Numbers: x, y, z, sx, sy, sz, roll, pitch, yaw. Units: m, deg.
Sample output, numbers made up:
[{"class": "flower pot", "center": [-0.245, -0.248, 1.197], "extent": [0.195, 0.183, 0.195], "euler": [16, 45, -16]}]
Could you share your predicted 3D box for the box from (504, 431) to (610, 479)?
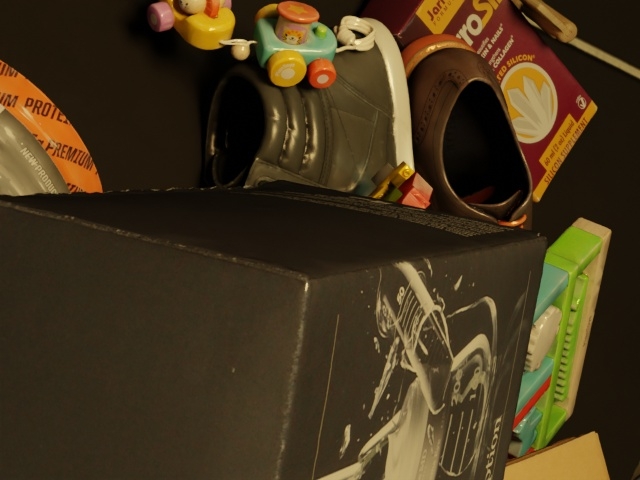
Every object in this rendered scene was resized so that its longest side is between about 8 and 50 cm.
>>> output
[{"class": "box", "center": [0.144, 0.233, 0.923], "extent": [0.164, 0.021, 0.201], "euler": [-10, 84, -46]}]

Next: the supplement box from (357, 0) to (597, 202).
[{"class": "supplement box", "center": [0.117, -0.128, 1.179], "extent": [0.188, 0.081, 0.104], "euler": [46, 66, -26]}]

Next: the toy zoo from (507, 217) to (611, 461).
[{"class": "toy zoo", "center": [0.120, 0.131, 1.083], "extent": [0.293, 0.030, 0.192], "euler": [-41, 145, -43]}]

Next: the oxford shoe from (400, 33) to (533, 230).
[{"class": "oxford shoe", "center": [0.111, -0.010, 1.103], "extent": [0.096, 0.098, 0.271], "euler": [-21, 115, -9]}]

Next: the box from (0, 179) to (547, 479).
[{"class": "box", "center": [-0.042, 0.153, 0.747], "extent": [0.312, 0.179, 0.343], "euler": [-8, 109, -64]}]

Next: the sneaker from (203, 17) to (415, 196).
[{"class": "sneaker", "center": [0.000, 0.000, 1.040], "extent": [0.146, 0.104, 0.296], "euler": [-12, 92, -34]}]

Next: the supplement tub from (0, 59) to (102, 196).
[{"class": "supplement tub", "center": [-0.247, 0.053, 0.702], "extent": [0.193, 0.193, 0.316], "euler": [51, 49, -22]}]

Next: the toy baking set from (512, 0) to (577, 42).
[{"class": "toy baking set", "center": [0.106, -0.253, 1.163], "extent": [0.256, 0.030, 0.197], "euler": [48, 4, 25]}]

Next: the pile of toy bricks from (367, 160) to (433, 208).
[{"class": "pile of toy bricks", "center": [0.015, 0.062, 0.951], "extent": [0.212, 0.105, 0.118], "euler": [-45, 110, 3]}]

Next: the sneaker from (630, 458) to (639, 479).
[{"class": "sneaker", "center": [0.190, 0.210, 0.880], "extent": [0.131, 0.112, 0.319], "euler": [45, 49, -28]}]

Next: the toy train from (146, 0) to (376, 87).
[{"class": "toy train", "center": [-0.044, -0.168, 1.001], "extent": [0.166, 0.046, 0.125], "euler": [28, 45, 10]}]
